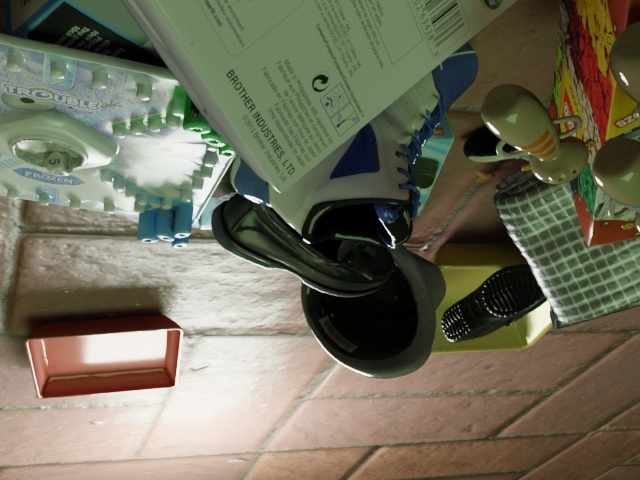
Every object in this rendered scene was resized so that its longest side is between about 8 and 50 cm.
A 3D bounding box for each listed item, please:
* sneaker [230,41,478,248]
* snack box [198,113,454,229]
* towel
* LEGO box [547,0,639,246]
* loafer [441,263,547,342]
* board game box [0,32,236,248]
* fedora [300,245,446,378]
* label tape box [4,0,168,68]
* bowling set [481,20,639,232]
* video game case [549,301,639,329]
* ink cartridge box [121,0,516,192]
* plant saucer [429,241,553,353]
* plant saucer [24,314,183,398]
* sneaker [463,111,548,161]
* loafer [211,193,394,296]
[{"bbox_3d":[0.075,-0.090,1.033,0.315,0.182,0.127,-35,154,-13],"label":"sneaker"},{"bbox_3d":[-0.001,-0.094,1.209,0.322,0.060,0.187,-4,151,-12],"label":"snack box"},{"bbox_3d":[0.419,-0.030,1.276,0.283,0.121,0.235,-26,105,26],"label":"towel"},{"bbox_3d":[0.476,-0.206,0.805,0.500,0.193,0.372,-11,149,6],"label":"LEGO box"},{"bbox_3d":[0.296,0.101,1.480,0.078,0.080,0.220,5,153,-43],"label":"loafer"},{"bbox_3d":[-0.295,-0.094,0.978,0.390,0.050,0.390,10,160,-16],"label":"board game box"},{"bbox_3d":[0.101,0.087,1.427,0.275,0.244,0.124,-20,180,43],"label":"fedora"},{"bbox_3d":[-0.097,-0.220,0.913,0.249,0.115,0.347,-29,144,29],"label":"label tape box"},{"bbox_3d":[0.271,-0.055,0.644,0.287,0.200,0.154,-22,147,31],"label":"bowling set"},{"bbox_3d":[0.520,0.063,1.501,0.274,0.035,0.248,-18,155,6],"label":"video game case"},{"bbox_3d":[0.034,-0.266,0.711,0.395,0.151,0.270,-39,140,-5],"label":"ink cartridge box"},{"bbox_3d":[0.291,0.096,1.611,0.332,0.081,0.333,0,148,-18],"label":"plant saucer"},{"bbox_3d":[-0.380,0.203,1.604,0.258,0.048,0.259,-3,148,-13],"label":"plant saucer"},{"bbox_3d":[0.280,-0.128,1.248,0.161,0.057,0.075,-16,144,4],"label":"sneaker"},{"bbox_3d":[0.000,0.000,1.212,0.302,0.109,0.095,17,138,-38],"label":"loafer"}]
